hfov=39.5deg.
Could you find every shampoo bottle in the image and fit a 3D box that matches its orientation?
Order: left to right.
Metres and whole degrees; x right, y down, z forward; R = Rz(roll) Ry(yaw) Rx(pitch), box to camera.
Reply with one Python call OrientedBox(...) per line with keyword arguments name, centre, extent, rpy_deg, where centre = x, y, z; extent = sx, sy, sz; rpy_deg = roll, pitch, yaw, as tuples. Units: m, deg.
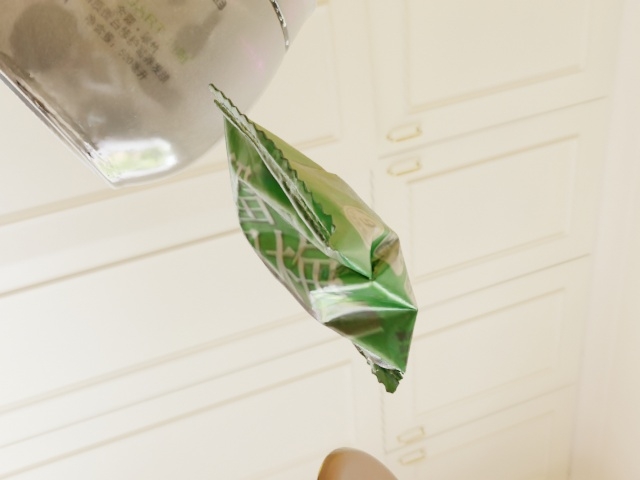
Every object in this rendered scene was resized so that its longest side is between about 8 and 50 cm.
OrientedBox(name="shampoo bottle", centre=(-0.163, -0.207, 0.789), extent=(0.273, 0.266, 0.273), rpy_deg=(41, -9, 8))

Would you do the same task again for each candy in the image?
OrientedBox(name="candy", centre=(0.002, -0.003, 0.583), extent=(0.141, 0.078, 0.203), rpy_deg=(35, -16, 35))

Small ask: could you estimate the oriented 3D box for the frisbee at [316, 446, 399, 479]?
OrientedBox(name="frisbee", centre=(0.069, 0.313, 0.843), extent=(0.251, 0.021, 0.251), rpy_deg=(51, 22, -30))
